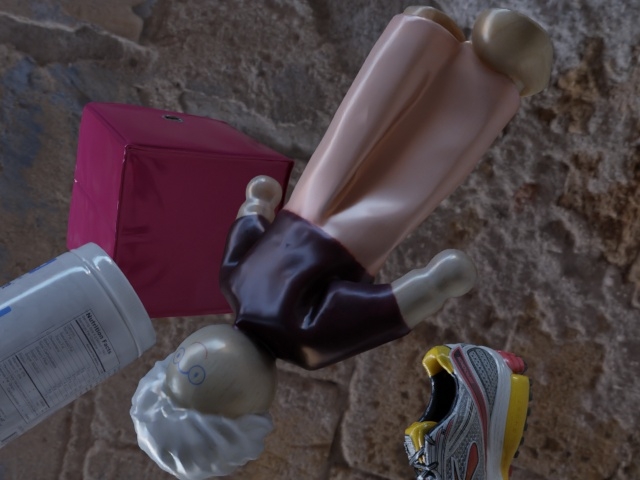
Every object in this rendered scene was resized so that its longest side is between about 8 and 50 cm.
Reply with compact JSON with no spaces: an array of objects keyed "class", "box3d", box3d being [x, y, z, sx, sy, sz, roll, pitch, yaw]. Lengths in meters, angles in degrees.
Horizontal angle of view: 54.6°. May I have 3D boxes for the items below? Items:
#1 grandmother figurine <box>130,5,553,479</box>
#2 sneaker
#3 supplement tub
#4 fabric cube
[{"class":"grandmother figurine","box3d":[0.000,0.000,0.409,0.342,0.104,0.208,-54,33,-8]},{"class":"sneaker","box3d":[0.105,0.193,0.513,0.088,0.093,0.225,128,158,-63]},{"class":"supplement tub","box3d":[-0.149,0.055,0.319,0.107,0.071,0.071,-34,-30,-28]},{"class":"fabric cube","box3d":[-0.229,-0.052,0.967,0.258,0.254,0.258,36,118,52]}]
